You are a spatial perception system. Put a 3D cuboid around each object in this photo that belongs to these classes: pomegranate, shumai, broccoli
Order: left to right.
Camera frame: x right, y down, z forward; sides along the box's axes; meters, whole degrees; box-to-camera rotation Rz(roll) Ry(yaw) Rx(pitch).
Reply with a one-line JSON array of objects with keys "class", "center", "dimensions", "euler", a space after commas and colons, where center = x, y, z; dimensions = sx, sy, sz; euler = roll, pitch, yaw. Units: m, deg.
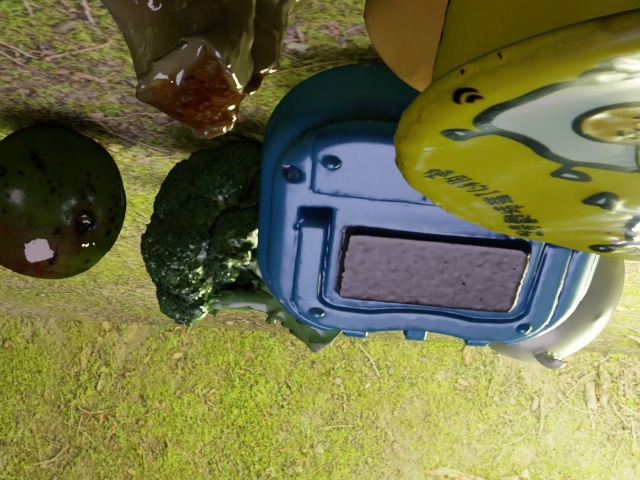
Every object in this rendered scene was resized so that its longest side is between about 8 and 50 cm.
[{"class": "pomegranate", "center": [-0.333, -0.050, 1.327], "dimensions": [0.224, 0.181, 0.181], "euler": [14, 178, 44]}, {"class": "shumai", "center": [-0.086, -0.157, 0.680], "dimensions": [0.206, 0.175, 0.166], "euler": [21, 161, -41]}, {"class": "broccoli", "center": [-0.070, 0.008, 1.306], "dimensions": [0.270, 0.270, 0.270], "euler": [45, 166, 2]}]

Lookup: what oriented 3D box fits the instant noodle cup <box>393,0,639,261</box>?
[{"class": "instant noodle cup", "center": [0.198, -0.139, 0.452], "dimensions": [0.325, 0.254, 0.325], "euler": [5, 168, 1]}]

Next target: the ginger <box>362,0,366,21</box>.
[{"class": "ginger", "center": [0.147, -0.154, 0.867], "dimensions": [0.299, 0.065, 0.118], "euler": [17, 157, -35]}]

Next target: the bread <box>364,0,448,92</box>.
[{"class": "bread", "center": [0.125, -0.155, 0.691], "dimensions": [0.147, 0.098, 0.217], "euler": [10, 148, -23]}]

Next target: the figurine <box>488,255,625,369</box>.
[{"class": "figurine", "center": [0.213, -0.015, 1.296], "dimensions": [0.274, 0.226, 0.394], "euler": [-30, 135, 34]}]

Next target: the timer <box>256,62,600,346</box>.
[{"class": "timer", "center": [0.110, -0.021, 1.098], "dimensions": [0.340, 0.115, 0.309], "euler": [5, 137, -2]}]
